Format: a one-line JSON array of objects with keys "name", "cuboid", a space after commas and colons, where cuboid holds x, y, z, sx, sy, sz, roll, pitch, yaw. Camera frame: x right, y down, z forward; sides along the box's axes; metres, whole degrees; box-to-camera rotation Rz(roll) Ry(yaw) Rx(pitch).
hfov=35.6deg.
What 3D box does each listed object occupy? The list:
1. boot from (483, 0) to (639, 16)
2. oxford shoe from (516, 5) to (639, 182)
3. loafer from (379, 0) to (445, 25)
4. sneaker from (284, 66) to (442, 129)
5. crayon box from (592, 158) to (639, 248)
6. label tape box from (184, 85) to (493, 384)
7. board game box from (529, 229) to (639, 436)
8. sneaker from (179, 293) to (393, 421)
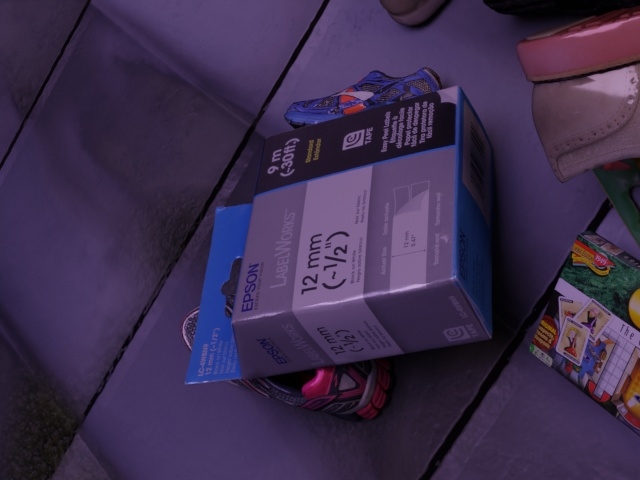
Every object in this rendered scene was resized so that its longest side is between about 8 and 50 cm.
[{"name": "boot", "cuboid": [0.243, -0.359, 0.920, 0.260, 0.348, 0.131, 19, 45, 40]}, {"name": "oxford shoe", "cuboid": [0.358, -0.127, 0.776, 0.397, 0.140, 0.146, -4, 106, 34]}, {"name": "loafer", "cuboid": [0.152, -0.368, 1.128, 0.268, 0.092, 0.102, -54, 50, 14]}, {"name": "sneaker", "cuboid": [0.054, -0.152, 1.166, 0.221, 0.083, 0.087, 2, 65, 35]}, {"name": "crayon box", "cuboid": [0.388, -0.100, 0.856, 0.318, 0.081, 0.202, -40, 55, 25]}, {"name": "label tape box", "cuboid": [0.000, 0.000, 1.042, 0.348, 0.115, 0.249, -11, 50, 23]}, {"name": "board game box", "cuboid": [0.304, 0.112, 0.869, 0.260, 0.030, 0.136, 39, 121, 40]}, {"name": "sneaker", "cuboid": [-0.059, 0.120, 1.146, 0.299, 0.112, 0.120, 10, 83, 42]}]
